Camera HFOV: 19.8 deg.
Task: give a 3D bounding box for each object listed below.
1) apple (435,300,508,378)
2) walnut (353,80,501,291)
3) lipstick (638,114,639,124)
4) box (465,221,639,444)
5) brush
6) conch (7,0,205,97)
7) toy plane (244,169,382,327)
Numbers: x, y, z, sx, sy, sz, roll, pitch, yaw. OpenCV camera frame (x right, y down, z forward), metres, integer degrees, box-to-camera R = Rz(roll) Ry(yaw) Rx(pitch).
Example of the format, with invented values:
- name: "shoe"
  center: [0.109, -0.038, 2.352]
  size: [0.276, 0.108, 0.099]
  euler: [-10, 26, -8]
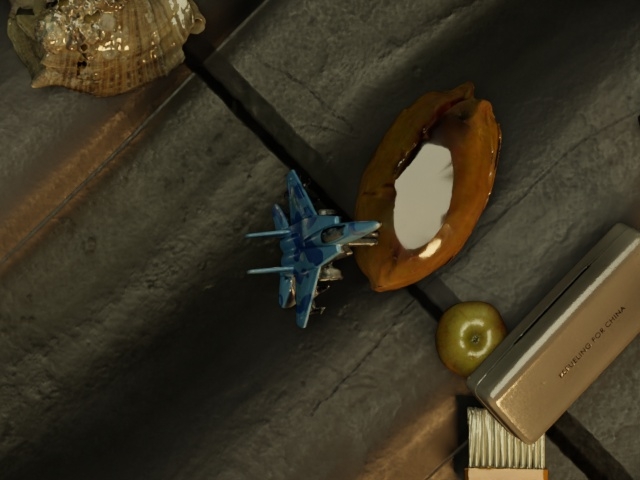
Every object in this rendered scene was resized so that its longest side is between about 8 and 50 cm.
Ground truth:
- name: "apple"
  center: [0.161, 0.105, 1.951]
  size: [0.084, 0.071, 0.084]
  euler: [0, 86, 5]
- name: "walnut"
  center: [0.110, -0.058, 1.940]
  size: [0.137, 0.137, 0.245]
  euler: [20, 89, 6]
- name: "lipstick"
  center: [0.507, -0.199, 1.966]
  size: [0.357, 0.057, 0.057]
  euler: [-31, 83, 0]
- name: "box"
  center: [0.267, 0.097, 1.926]
  size: [0.243, 0.055, 0.103]
  euler: [-46, 125, -5]
- name: "brush"
  center: [0.197, 0.335, 1.955]
  size: [0.090, 0.017, 0.314]
  euler: [1, 85, 4]
- name: "conch"
  center: [-0.249, -0.246, 2.001]
  size: [0.245, 0.163, 0.178]
  euler: [13, 118, -12]
- name: "toy plane"
  center: [0.007, 0.000, 1.896]
  size: [0.078, 0.246, 0.169]
  euler: [1, 81, -34]
